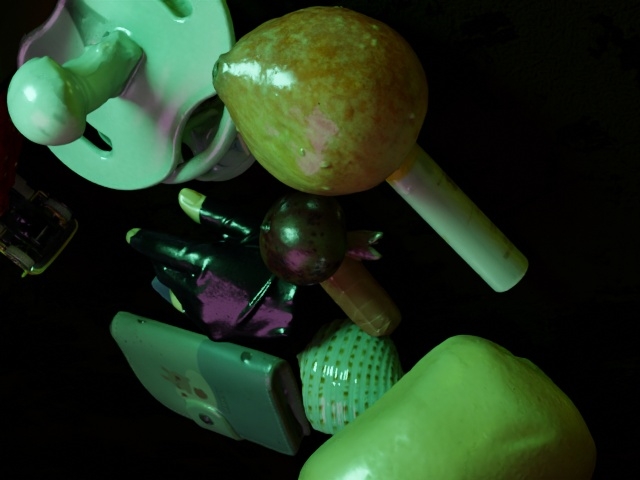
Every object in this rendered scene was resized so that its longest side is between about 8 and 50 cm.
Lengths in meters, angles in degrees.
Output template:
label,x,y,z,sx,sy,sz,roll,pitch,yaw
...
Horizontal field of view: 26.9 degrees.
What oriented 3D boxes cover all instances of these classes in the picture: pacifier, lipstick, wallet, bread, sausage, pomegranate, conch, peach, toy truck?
label,x,y,z,sx,sy,sz,roll,pitch,yaw
pacifier,-0.143,-0.143,1.688,0.116,0.127,0.150,39,169,44
lipstick,0.147,-0.042,1.599,0.264,0.059,0.059,43,149,-20
wallet,-0.192,0.252,2.345,0.360,0.083,0.252,15,141,31
bread,0.178,0.321,1.797,0.253,0.376,0.348,45,170,39
sausage,0.054,0.077,1.862,0.065,0.065,0.169,-9,129,50
pacifier,-0.240,-0.176,1.511,0.288,0.269,0.343,38,128,6
pomegranate,-0.003,0.006,1.745,0.159,0.129,0.129,31,151,2
conch,0.046,0.181,1.924,0.200,0.172,0.131,-10,112,36
peach,-0.008,-0.149,1.431,0.232,0.232,0.232,24,150,15
toy truck,-0.528,-0.060,2.152,0.272,0.124,0.157,39,165,-6

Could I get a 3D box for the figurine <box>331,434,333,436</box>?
label,x,y,z,sx,sy,sz,roll,pitch,yaw
figurine,0.057,0.299,2.202,0.072,0.054,0.129,46,146,-15

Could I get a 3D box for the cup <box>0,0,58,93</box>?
label,x,y,z,sx,sy,sz,roll,pitch,yaw
cup,-0.470,-0.341,1.609,0.292,0.308,0.242,32,118,2

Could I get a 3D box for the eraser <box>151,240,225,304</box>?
label,x,y,z,sx,sy,sz,roll,pitch,yaw
eraser,-0.182,0.060,2.086,0.082,0.036,0.225,42,149,-17

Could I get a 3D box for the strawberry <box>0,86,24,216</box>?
label,x,y,z,sx,sy,sz,roll,pitch,yaw
strawberry,-0.539,-0.173,1.880,0.345,0.295,0.317,-40,71,38

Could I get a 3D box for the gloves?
label,x,y,z,sx,sy,sz,roll,pitch,yaw
gloves,-0.147,0.037,1.908,0.301,0.152,0.197,19,106,32
